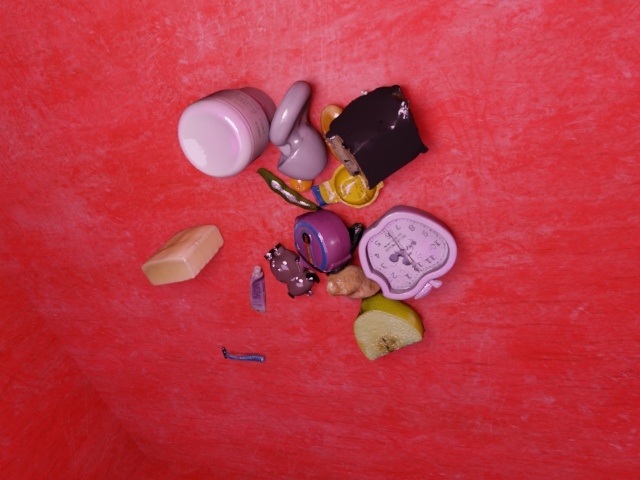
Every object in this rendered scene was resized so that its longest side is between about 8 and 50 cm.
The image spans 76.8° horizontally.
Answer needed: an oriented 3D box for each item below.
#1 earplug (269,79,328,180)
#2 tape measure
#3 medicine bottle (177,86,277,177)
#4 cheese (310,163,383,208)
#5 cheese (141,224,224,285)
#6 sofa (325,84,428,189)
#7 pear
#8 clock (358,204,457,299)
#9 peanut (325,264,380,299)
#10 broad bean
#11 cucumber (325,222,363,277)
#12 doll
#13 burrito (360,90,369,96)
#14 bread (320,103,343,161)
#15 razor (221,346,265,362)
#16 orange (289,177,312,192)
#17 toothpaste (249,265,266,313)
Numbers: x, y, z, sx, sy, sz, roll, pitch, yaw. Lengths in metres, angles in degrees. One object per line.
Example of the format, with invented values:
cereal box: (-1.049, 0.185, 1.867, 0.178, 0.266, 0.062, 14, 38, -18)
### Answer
earplug: (-0.070, -0.342, 1.296, 0.175, 0.214, 0.325, 7, 133, 16)
tape measure: (0.000, 0.000, 1.496, 0.245, 0.149, 0.231, 23, 128, 48)
medicine bottle: (-0.278, -0.360, 1.294, 0.241, 0.302, 0.241, 9, 124, 14)
cheese: (0.090, -0.186, 1.425, 0.270, 0.069, 0.177, -14, 116, 30)
cheese: (-0.570, 0.056, 1.691, 0.242, 0.265, 0.124, -15, 116, 26)
sofa: (0.169, -0.316, 1.225, 0.258, 0.182, 0.200, -35, 130, 7)
pear: (0.255, 0.328, 1.653, 0.292, 0.159, 0.292, 7, 121, 12)
clock: (0.308, 0.044, 1.439, 0.338, 0.102, 0.338, 4, 111, 11)
peanut: (0.126, 0.164, 1.551, 0.122, 0.253, 0.137, 28, 101, 48)
broad bean: (-0.120, -0.176, 1.521, 0.297, 0.043, 0.060, 34, 111, -5)
cucumber: (0.094, 0.045, 1.572, 0.081, 0.072, 0.303, 54, 135, 39)
doll: (-0.120, 0.132, 1.677, 0.257, 0.117, 0.182, 44, 128, -11)
burrito: (0.155, -0.391, 1.285, 0.051, 0.042, 0.171, -2, 123, 9)
bread: (0.060, -0.352, 1.315, 0.114, 0.077, 0.189, 4, 125, 42)
razor: (-0.412, 0.621, 2.148, 0.253, 0.042, 0.082, 2, 121, 17)
orange: (-0.070, -0.215, 1.461, 0.083, 0.070, 0.083, 9, 129, 12)
toothpaste: (-0.286, 0.230, 1.844, 0.075, 0.048, 0.301, -3, 133, -12)
